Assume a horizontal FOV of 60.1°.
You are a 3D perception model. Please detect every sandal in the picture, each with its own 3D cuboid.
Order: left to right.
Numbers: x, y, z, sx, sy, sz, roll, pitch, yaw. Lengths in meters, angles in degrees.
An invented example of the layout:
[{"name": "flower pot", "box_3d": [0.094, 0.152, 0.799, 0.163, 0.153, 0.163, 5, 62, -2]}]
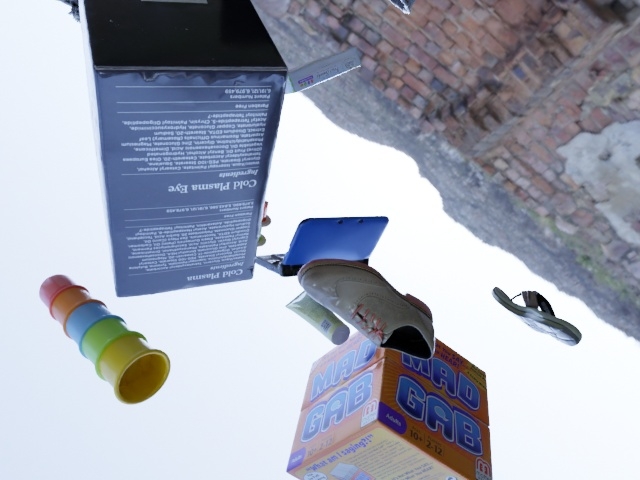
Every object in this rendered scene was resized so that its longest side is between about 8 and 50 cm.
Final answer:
[{"name": "sandal", "box_3d": [0.557, 0.179, 1.411, 0.120, 0.086, 0.303, 37, 178, -24]}]

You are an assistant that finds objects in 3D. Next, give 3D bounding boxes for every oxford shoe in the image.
[{"name": "oxford shoe", "box_3d": [0.110, 0.147, 1.177, 0.348, 0.123, 0.130, 24, -150, -18]}]

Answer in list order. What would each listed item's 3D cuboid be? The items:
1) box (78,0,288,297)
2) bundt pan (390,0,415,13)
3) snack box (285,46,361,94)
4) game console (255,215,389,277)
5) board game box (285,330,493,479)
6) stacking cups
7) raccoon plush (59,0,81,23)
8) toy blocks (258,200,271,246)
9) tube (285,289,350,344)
[{"name": "box", "box_3d": [-0.192, -0.162, 0.690, 0.179, 0.312, 0.343, -7, -132, -21]}, {"name": "bundt pan", "box_3d": [0.138, -0.696, 1.291, 0.331, 0.124, 0.331, 42, -162, -16]}, {"name": "snack box", "box_3d": [-0.013, -0.296, 0.975, 0.141, 0.100, 0.037, -29, -68, -21]}, {"name": "game console", "box_3d": [0.000, 0.000, 1.525, 0.293, 0.250, 0.173, -2, -78, -34]}, {"name": "board game box", "box_3d": [0.186, 0.470, 1.450, 0.356, 0.356, 0.356, 36, -143, -16]}, {"name": "stacking cups", "box_3d": [-0.380, 0.149, 0.917, 0.316, 0.096, 0.096, 26, -153, 34]}, {"name": "raccoon plush", "box_3d": [-0.522, -0.607, 1.442, 0.299, 0.446, 0.216, 45, -104, -31]}, {"name": "toy blocks", "box_3d": [-0.132, -0.080, 1.118, 0.054, 0.148, 0.123, -2, -144, -25]}, {"name": "tube", "box_3d": [-0.006, 0.203, 1.520, 0.070, 0.062, 0.240, 0, -160, -34]}]
